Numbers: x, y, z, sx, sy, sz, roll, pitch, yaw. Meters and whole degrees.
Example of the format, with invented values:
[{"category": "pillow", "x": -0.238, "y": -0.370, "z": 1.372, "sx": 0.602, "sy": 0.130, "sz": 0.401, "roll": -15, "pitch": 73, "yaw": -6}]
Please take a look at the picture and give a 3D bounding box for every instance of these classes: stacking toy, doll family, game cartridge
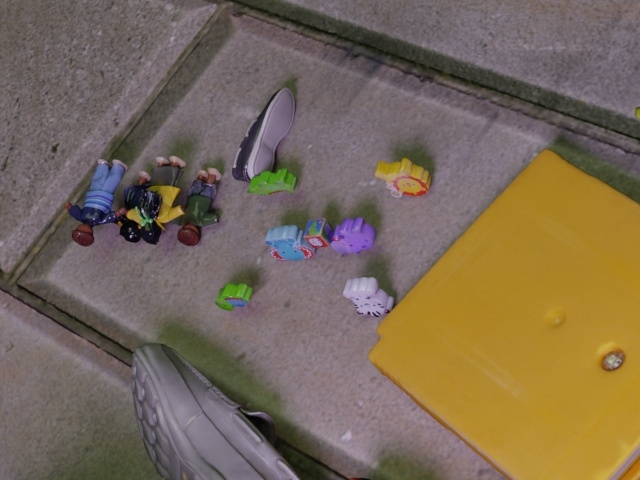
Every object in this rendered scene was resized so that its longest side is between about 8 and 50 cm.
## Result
[{"category": "stacking toy", "x": 0.000, "y": 0.000, "z": 1.843, "sx": 0.221, "sy": 0.052, "sz": 0.167, "roll": -4, "pitch": 54, "yaw": 32}, {"category": "doll family", "x": -0.205, "y": -0.037, "z": 1.985, "sx": 0.193, "sy": 0.076, "sz": 0.111, "roll": -3, "pitch": 61, "yaw": 36}, {"category": "game cartridge", "x": 0.230, "y": 0.086, "z": 1.636, "sx": 0.285, "sy": 0.052, "sz": 0.324, "roll": -46, "pitch": 44, "yaw": -5}]

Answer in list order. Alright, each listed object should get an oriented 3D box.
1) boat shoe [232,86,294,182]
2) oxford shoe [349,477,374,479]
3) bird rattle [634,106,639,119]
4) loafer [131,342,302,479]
[{"category": "boat shoe", "x": -0.065, "y": -0.120, "z": 1.973, "sx": 0.038, "sy": 0.046, "sz": 0.125, "roll": 1, "pitch": 62, "yaw": 36}, {"category": "oxford shoe", "x": 0.124, "y": 0.295, "z": 1.530, "sx": 0.271, "sy": 0.097, "sz": 0.098, "roll": 17, "pitch": 88, "yaw": 44}, {"category": "bird rattle", "x": 0.413, "y": -0.125, "z": 1.625, "sx": 0.207, "sy": 0.143, "sz": 0.253, "roll": -23, "pitch": 49, "yaw": -6}, {"category": "loafer", "x": -0.099, "y": 0.206, "z": 1.725, "sx": 0.111, "sy": 0.112, "sz": 0.319, "roll": -13, "pitch": 39, "yaw": -24}]
